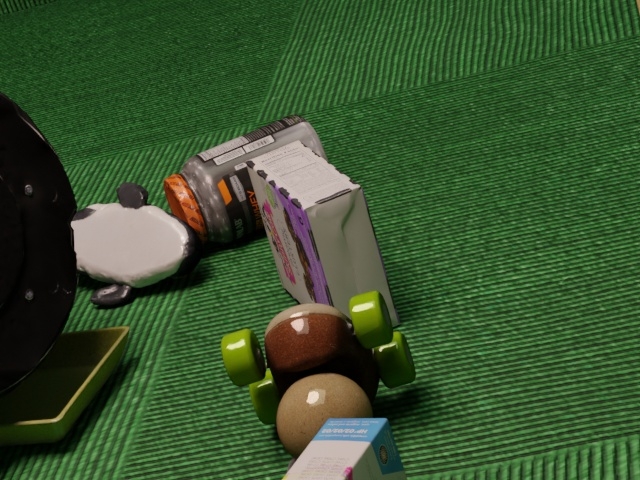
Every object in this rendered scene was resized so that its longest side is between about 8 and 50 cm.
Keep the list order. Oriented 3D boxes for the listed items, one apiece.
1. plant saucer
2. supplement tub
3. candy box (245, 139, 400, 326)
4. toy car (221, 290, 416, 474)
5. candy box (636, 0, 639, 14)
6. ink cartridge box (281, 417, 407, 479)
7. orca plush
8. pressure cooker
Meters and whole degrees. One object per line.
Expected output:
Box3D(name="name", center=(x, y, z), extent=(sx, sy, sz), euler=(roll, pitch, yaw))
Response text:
Box3D(name="plant saucer", center=(-0.313, 0.166, 1.823), extent=(0.188, 0.045, 0.188), euler=(-7, 25, 24))
Box3D(name="supplement tub", center=(-0.089, -0.070, 2.091), extent=(0.190, 0.117, 0.117), euler=(-24, 24, -13))
Box3D(name="candy box", center=(0.000, 0.000, 1.814), extent=(0.070, 0.164, 0.196), euler=(-22, 23, -13))
Box3D(name="toy car", center=(0.008, 0.164, 1.550), extent=(0.155, 0.149, 0.188), euler=(-17, 52, 10))
Box3D(name="candy box", center=(0.411, -0.171, 1.707), extent=(0.088, 0.316, 0.183), euler=(-24, 24, -11))
Box3D(name="ink cartridge box", center=(0.006, 0.236, 1.368), extent=(0.062, 0.104, 0.181), euler=(-3, 27, 31))
Box3D(name="orca plush", center=(-0.251, 0.024, 2.086), extent=(0.287, 0.102, 0.151), euler=(-17, 66, 27))
Box3D(name="pressure cooker", center=(-0.508, 0.020, 1.800), extent=(0.370, 0.375, 0.420), euler=(-13, 4, -44))
